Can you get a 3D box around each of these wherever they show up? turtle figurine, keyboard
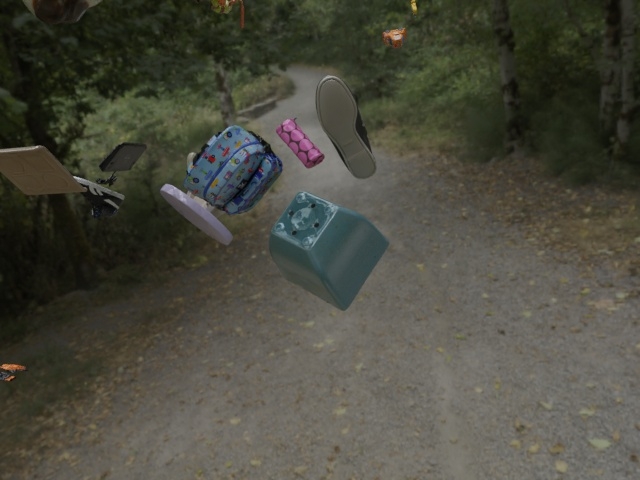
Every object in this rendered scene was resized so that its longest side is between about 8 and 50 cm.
[{"bbox_3d":[-0.309,-0.651,1.505,0.217,0.269,0.087,21,74,19],"label":"turtle figurine"},{"bbox_3d":[-0.721,-0.271,2.079,0.201,0.033,0.317,-51,6,4],"label":"keyboard"}]

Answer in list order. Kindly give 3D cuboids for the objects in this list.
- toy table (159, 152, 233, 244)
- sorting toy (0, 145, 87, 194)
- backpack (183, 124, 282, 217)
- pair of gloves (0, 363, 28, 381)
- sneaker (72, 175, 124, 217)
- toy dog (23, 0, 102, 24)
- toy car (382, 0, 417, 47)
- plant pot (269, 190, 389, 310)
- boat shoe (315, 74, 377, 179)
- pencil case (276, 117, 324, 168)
[{"bbox_3d":[-0.348,-0.130,1.822,0.252,0.274,0.161,18,69,42],"label":"toy table"},{"bbox_3d":[-0.744,-0.184,1.528,0.192,0.208,0.038,-2,62,16],"label":"sorting toy"},{"bbox_3d":[-0.158,-0.123,1.041,0.158,0.117,0.173,-49,-3,6],"label":"backpack"},{"bbox_3d":[-0.783,0.332,1.465,0.074,0.010,0.083,5,13,8],"label":"pair of gloves"},{"bbox_3d":[-0.843,-0.149,2.156,0.216,0.121,0.079,23,-5,-35],"label":"sneaker"},{"bbox_3d":[-0.699,-0.762,1.487,0.395,0.408,0.284,-24,41,-23],"label":"toy dog"},{"bbox_3d":[0.183,-0.495,1.355,0.060,0.041,0.122,-1,-29,-9],"label":"toy car"},{"bbox_3d":[0.000,0.000,1.636,0.247,0.252,0.248,25,74,35],"label":"plant pot"},{"bbox_3d":[0.066,-0.318,1.628,0.112,0.335,0.096,-22,38,8],"label":"boat shoe"},{"bbox_3d":[-0.070,-0.361,2.185,0.095,0.209,0.098,-40,-19,11],"label":"pencil case"}]
